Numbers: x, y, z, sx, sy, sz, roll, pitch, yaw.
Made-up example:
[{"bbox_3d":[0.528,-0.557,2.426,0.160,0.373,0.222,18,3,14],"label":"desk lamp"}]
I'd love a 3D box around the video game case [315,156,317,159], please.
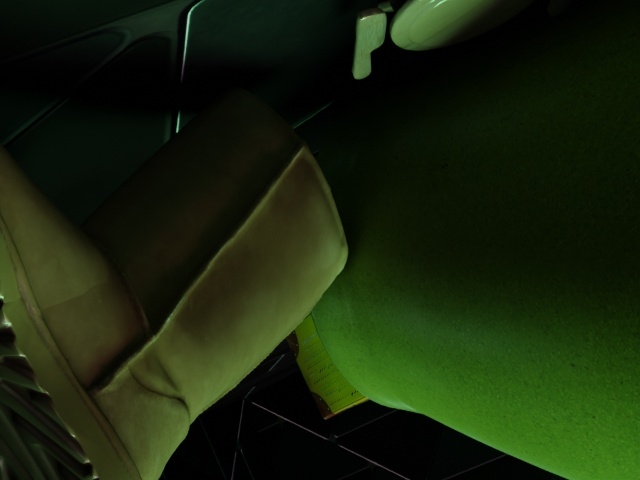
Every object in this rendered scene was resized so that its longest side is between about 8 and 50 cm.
[{"bbox_3d":[0.064,-0.067,0.968,0.227,0.026,0.206,-24,171,-13],"label":"video game case"}]

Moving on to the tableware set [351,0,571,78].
[{"bbox_3d":[0.072,-0.147,0.501,0.128,0.039,0.194,-18,167,-4],"label":"tableware set"}]

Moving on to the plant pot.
[{"bbox_3d":[0.190,0.003,0.661,0.353,0.366,0.367,-2,-171,42],"label":"plant pot"}]

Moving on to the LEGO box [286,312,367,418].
[{"bbox_3d":[0.207,0.112,1.833,0.373,0.193,0.500,-20,170,-27],"label":"LEGO box"}]

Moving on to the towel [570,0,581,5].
[{"bbox_3d":[0.212,-0.182,0.695,0.067,0.029,0.119,-22,170,-23],"label":"towel"}]

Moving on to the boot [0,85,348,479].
[{"bbox_3d":[-0.095,-0.016,0.514,0.089,0.236,0.269,-10,-158,28],"label":"boot"}]
